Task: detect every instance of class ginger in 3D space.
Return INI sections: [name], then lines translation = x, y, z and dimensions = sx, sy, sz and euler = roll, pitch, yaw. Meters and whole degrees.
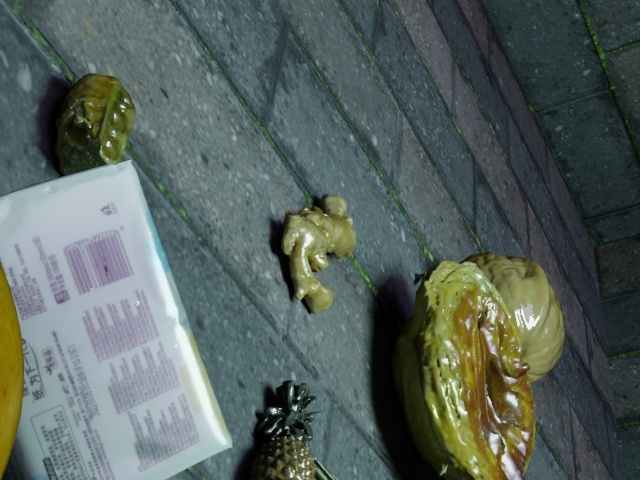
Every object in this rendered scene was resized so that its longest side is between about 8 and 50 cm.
[ginger]
translation = 0.000, 0.000, 1.293
dimensions = 0.176, 0.053, 0.193
euler = 46, 36, -57

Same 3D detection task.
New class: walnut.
[walnut]
translation = 0.307, 0.130, 1.697
dimensions = 0.225, 0.225, 0.261
euler = 58, 18, -31

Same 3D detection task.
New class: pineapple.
[pineapple]
translation = -0.034, 0.215, 1.063
dimensions = 0.074, 0.074, 0.159
euler = 60, 20, -28

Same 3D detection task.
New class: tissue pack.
[tissue pack]
translation = -0.193, 0.077, 0.740
dimensions = 0.159, 0.145, 0.229
euler = -24, 97, -34

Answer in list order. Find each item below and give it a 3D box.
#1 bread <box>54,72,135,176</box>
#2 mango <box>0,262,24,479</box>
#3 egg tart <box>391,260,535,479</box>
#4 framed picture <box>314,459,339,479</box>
[bread]
translation = -0.204, -0.105, 0.903
dimensions = 0.066, 0.060, 0.110
euler = 26, 46, -23
[mango]
translation = -0.314, 0.023, 0.368
dimensions = 0.446, 0.232, 0.300
euler = 36, 48, -46
[egg tart]
translation = 0.199, 0.226, 1.457
dimensions = 0.351, 0.153, 0.339
euler = 60, 31, -21
[framed picture]
translation = 0.106, 0.366, 1.088
dimensions = 0.231, 0.018, 0.293
euler = 51, -8, -36
